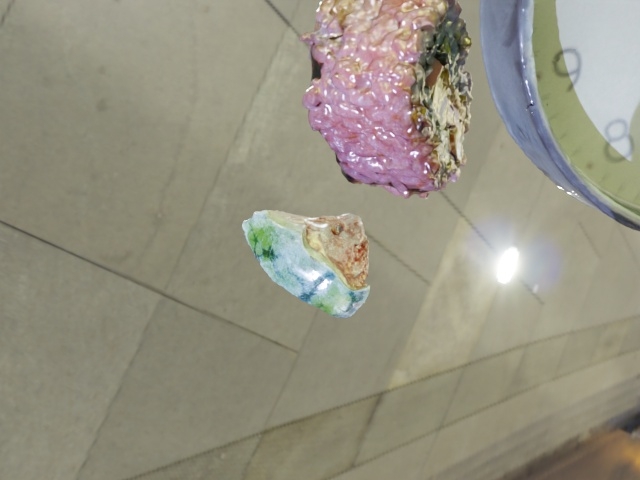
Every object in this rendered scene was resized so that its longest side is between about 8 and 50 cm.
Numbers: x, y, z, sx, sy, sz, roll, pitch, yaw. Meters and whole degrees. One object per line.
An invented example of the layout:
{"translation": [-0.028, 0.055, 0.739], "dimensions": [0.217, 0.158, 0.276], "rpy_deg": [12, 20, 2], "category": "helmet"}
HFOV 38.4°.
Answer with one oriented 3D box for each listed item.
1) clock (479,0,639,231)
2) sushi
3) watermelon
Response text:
{"translation": [0.265, -0.151, 0.579], "dimensions": [0.067, 0.325, 0.325], "rpy_deg": [-113, -152, -67], "category": "clock"}
{"translation": [0.094, -0.188, 1.145], "dimensions": [0.270, 0.171, 0.236], "rpy_deg": [64, 38, -48], "category": "sushi"}
{"translation": [0.000, 0.000, 1.160], "dimensions": [0.139, 0.187, 0.071], "rpy_deg": [-43, 168, -33], "category": "watermelon"}
